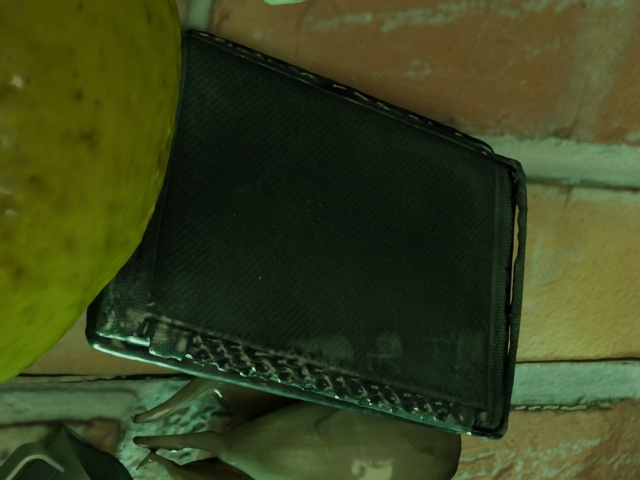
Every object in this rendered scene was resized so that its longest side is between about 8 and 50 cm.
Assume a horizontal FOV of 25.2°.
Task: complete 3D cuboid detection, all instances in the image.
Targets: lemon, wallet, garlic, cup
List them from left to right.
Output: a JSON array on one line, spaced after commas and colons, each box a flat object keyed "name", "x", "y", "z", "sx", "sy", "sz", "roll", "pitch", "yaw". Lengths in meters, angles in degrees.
[{"name": "lemon", "x": -0.240, "y": -0.093, "z": 0.722, "sx": 0.350, "sy": 0.349, "sz": 0.387, "roll": 12, "pitch": 122, "yaw": -36}, {"name": "cup", "x": -0.207, "y": 0.213, "z": 1.084, "sx": 0.129, "sy": 0.095, "sz": 0.128, "roll": -44, "pitch": 130, "yaw": -1}, {"name": "wallet", "x": 0.000, "y": 0.000, "z": 1.040, "sx": 0.342, "sy": 0.075, "sz": 0.237, "roll": 17, "pitch": 71, "yaw": -30}, {"name": "garlic", "x": 0.000, "y": 0.150, "z": 1.169, "sx": 0.292, "sy": 0.210, "sz": 0.237, "roll": 18, "pitch": 139, "yaw": -42}]

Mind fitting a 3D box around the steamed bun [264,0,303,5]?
[{"name": "steamed bun", "x": -0.017, "y": -0.301, "z": 0.815, "sx": 0.207, "sy": 0.268, "sz": 0.280, "roll": -23, "pitch": 144, "yaw": -36}]
